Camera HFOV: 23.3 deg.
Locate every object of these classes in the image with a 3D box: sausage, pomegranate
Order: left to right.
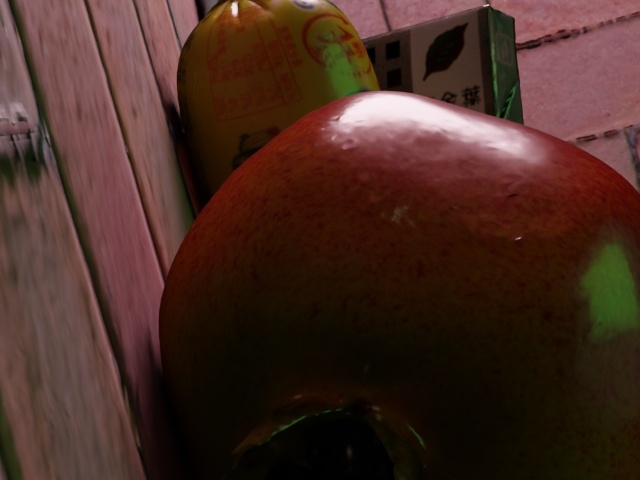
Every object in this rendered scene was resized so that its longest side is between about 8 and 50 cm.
[{"bbox_3d":[0.000,0.000,0.952,0.123,0.123,0.347,-91,165,-77],"label":"sausage"},{"bbox_3d":[0.033,0.055,0.644,0.257,0.221,0.221,-45,123,-56],"label":"pomegranate"}]

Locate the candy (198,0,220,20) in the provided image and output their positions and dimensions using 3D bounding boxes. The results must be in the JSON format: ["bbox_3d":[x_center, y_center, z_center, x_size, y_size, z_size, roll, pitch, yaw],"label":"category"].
[{"bbox_3d":[-0.056,-0.171,1.272,0.187,0.077,0.331,80,0,-54],"label":"candy"}]

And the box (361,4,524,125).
[{"bbox_3d":[0.063,0.020,1.054,0.047,0.180,0.324,3,80,-52],"label":"box"}]
